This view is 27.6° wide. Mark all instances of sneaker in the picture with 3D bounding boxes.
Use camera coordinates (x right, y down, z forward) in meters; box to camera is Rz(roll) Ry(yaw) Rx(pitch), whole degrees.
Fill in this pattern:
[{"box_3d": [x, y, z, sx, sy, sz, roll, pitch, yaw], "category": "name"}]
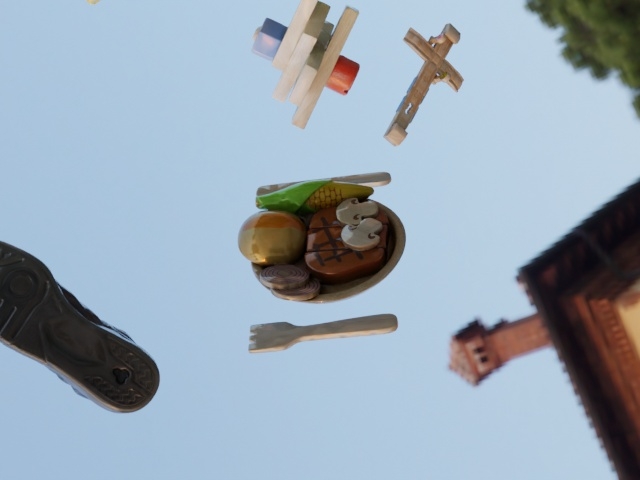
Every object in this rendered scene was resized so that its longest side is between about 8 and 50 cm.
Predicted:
[{"box_3d": [-0.257, 0.090, 1.280, 0.227, 0.130, 0.087, 36, -104, -1], "category": "sneaker"}]

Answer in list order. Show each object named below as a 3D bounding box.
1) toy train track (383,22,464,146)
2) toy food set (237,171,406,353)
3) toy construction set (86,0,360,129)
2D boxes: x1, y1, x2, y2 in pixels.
[{"box_3d": [0.061, -0.090, 0.741, 0.048, 0.014, 0.083, 40, -113, -26], "category": "toy train track"}, {"box_3d": [0.000, 0.000, 1.016, 0.192, 0.132, 0.038, -91, -9, -49], "category": "toy food set"}, {"box_3d": [-0.091, -0.222, 0.965, 0.328, 0.151, 0.215, 26, -96, -20], "category": "toy construction set"}]
